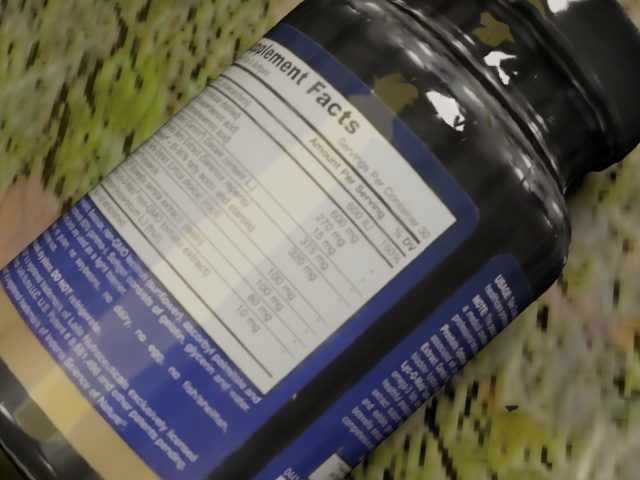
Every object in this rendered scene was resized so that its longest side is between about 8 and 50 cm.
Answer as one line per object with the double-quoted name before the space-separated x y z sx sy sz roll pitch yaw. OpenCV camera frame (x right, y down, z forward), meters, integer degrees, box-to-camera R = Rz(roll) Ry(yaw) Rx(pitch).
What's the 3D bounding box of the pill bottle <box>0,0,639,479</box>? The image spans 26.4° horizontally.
"pill bottle" 0.000 0.000 0.437 0.219 0.123 0.123 -42 57 -5
